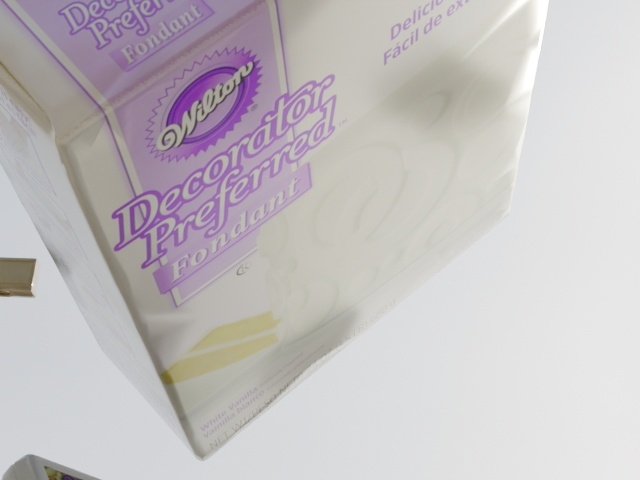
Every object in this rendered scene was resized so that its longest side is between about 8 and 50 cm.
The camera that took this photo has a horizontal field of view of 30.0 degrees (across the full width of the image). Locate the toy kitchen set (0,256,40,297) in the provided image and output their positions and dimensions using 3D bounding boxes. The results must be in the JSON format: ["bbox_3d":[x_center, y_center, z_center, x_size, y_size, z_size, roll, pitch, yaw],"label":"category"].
[{"bbox_3d":[-0.297,0.063,1.113,0.075,0.068,0.083,2,-26,3],"label":"toy kitchen set"}]

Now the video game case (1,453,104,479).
[{"bbox_3d":[-0.047,0.188,0.528,0.022,0.173,0.190,-41,-38,10],"label":"video game case"}]

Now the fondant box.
[{"bbox_3d":[-0.013,-0.051,0.554,0.096,0.238,0.330,45,-17,23],"label":"fondant box"}]
